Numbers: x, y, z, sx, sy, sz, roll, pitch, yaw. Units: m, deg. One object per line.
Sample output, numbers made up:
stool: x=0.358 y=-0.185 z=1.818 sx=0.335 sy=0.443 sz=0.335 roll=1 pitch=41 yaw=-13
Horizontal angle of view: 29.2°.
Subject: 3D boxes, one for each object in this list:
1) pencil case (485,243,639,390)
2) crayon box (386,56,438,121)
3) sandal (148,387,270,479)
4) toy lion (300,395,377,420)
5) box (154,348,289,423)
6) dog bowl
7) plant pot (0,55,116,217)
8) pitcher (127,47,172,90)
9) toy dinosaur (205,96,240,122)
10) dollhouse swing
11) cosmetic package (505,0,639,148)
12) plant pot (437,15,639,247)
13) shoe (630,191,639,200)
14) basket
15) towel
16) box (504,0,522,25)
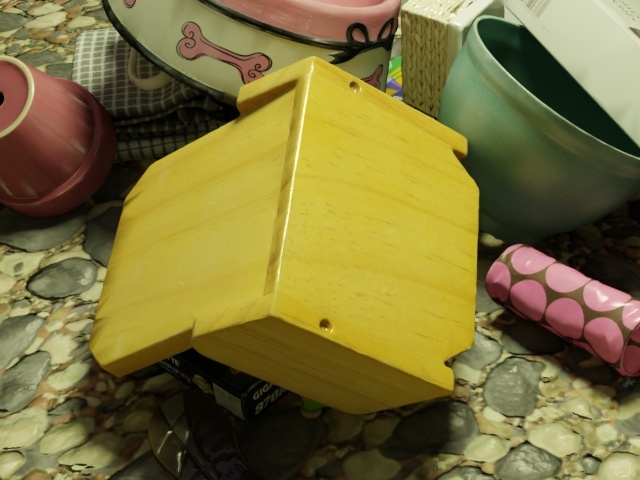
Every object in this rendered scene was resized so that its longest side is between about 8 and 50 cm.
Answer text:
pencil case: x=0.293 y=0.081 z=1.407 sx=0.209 sy=0.098 sz=0.095 roll=33 pitch=96 yaw=40
crayon box: x=0.232 y=-0.194 z=1.758 sx=0.323 sy=0.083 sz=0.203 roll=-14 pitch=49 yaw=-12
sandal: x=-0.101 y=0.245 z=1.267 sx=0.090 sy=0.060 sz=0.219 roll=-35 pitch=60 yaw=-26
toy lion: x=0.031 y=0.160 z=1.383 sx=0.100 sy=0.034 sz=0.096 roll=0 pitch=30 yaw=8
box: x=-0.072 y=0.103 z=1.451 sx=0.175 sy=0.051 sz=0.220 roll=28 pitch=48 yaw=35
dog bowl: x=-0.073 y=-0.329 z=1.629 sx=0.408 sy=0.150 sz=0.408 roll=18 pitch=33 yaw=-12
plant pot: x=-0.405 y=-0.154 z=1.668 sx=0.201 sy=0.180 sz=0.201 roll=-6 pitch=68 yaw=15
pitcher: x=-0.229 y=-0.309 z=1.779 sx=0.178 sy=0.125 sz=0.207 roll=-32 pitch=52 yaw=-15
toy dinosaur: x=-0.053 y=-0.110 z=1.630 sx=0.322 sy=0.164 sz=0.218 roll=-10 pitch=-17 yaw=39
dollhouse swing: x=-0.040 y=0.031 z=1.391 sx=0.315 sy=0.305 sz=0.346 roll=25 pitch=50 yaw=-23
cosmetic package: x=0.446 y=-0.202 z=1.565 sx=0.284 sy=0.097 sz=0.377 roll=12 pitch=34 yaw=-41
plant pot: x=0.261 y=-0.117 z=1.538 sx=0.293 sy=0.196 sz=0.293 roll=27 pitch=27 yaw=-15
shoe: x=0.465 y=-0.111 z=1.651 sx=0.058 sy=0.076 sz=0.219 roll=23 pitch=43 yaw=40
basket: x=0.174 y=-0.255 z=1.649 sx=0.103 sy=0.167 sz=0.113 roll=24 pitch=48 yaw=29
towel: x=-0.263 y=-0.241 z=1.881 sx=0.235 sy=0.121 sz=0.283 roll=-7 pitch=37 yaw=-1
box: x=0.280 y=-0.390 z=1.896 sx=0.231 sy=0.126 sz=0.262 roll=-8 pitch=11 yaw=19
